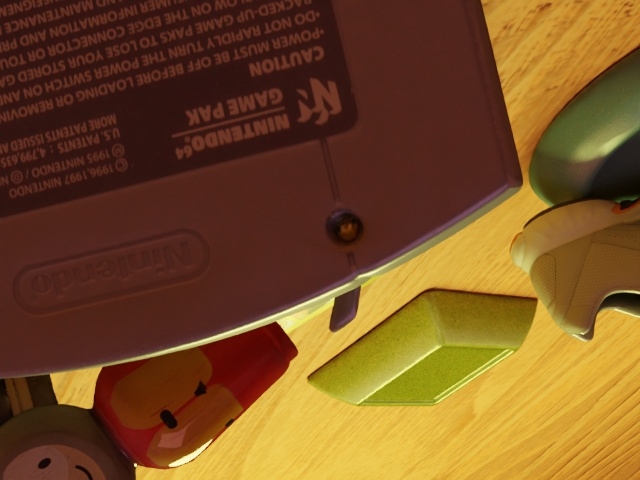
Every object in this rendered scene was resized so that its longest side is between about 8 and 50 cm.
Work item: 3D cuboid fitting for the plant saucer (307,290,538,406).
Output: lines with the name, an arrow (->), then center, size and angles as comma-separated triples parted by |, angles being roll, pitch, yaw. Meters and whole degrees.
plant saucer -> 0.113, 0.122, 1.446 | 0.188, 0.045, 0.188 | 7, 143, -46

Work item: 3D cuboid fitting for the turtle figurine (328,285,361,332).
turtle figurine -> 0.021, -0.164, 0.627 | 0.266, 0.274, 0.198 | -43, -178, 31

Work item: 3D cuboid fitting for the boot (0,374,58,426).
boot -> -0.372, 0.245, 1.198 | 0.284, 0.138, 0.377 | -11, 149, -25

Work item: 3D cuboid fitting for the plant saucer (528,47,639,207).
plant saucer -> 0.331, -0.097, 1.182 | 0.318, 0.043, 0.317 | -18, 155, -9

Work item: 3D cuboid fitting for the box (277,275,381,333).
box -> 0.000, 0.000, 1.064 | 0.232, 0.087, 0.058 | -31, 151, 23

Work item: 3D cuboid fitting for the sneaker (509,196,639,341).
sneaker -> 0.299, 0.013, 1.182 | 0.263, 0.121, 0.099 | -19, 156, -6

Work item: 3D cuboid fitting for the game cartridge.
game cartridge -> -0.084, -0.052, 0.520 | 0.294, 0.196, 0.060 | -13, 176, 12

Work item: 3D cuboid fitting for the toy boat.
toy boat -> -0.152, -0.004, 0.657 | 0.148, 0.318, 0.267 | -38, 148, -6
